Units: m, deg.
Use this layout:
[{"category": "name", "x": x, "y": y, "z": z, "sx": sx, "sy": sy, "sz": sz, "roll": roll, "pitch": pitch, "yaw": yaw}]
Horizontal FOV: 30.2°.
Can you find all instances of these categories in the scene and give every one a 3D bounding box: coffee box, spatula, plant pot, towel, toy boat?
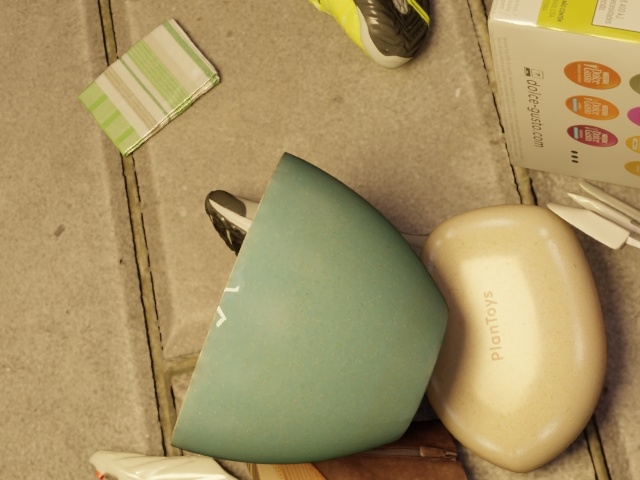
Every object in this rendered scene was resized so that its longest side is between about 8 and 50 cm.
[{"category": "coffee box", "x": 0.373, "y": -0.254, "z": 1.142, "sx": 0.334, "sy": 0.337, "sz": 0.338, "roll": 13, "pitch": 76, "yaw": 16}, {"category": "spatula", "x": 0.347, "y": 0.011, "z": 1.173, "sx": 0.242, "sy": 0.168, "sz": 0.019, "roll": 31, "pitch": 108, "yaw": 16}, {"category": "plant pot", "x": 0.005, "y": 0.087, "z": 1.100, "sx": 0.195, "sy": 0.290, "sz": 0.290, "roll": 21, "pitch": 79, "yaw": 0}, {"category": "towel", "x": -0.207, "y": -0.184, "z": 1.431, "sx": 0.152, "sy": 0.023, "sz": 0.113, "roll": -40, "pitch": 67, "yaw": 2}, {"category": "toy boat", "x": 0.253, "y": 0.094, "z": 1.178, "sx": 0.318, "sy": 0.148, "sz": 0.268, "roll": -3, "pitch": 85, "yaw": 18}]

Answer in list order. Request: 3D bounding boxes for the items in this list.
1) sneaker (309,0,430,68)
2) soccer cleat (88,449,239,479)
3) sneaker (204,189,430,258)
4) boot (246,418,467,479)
[{"category": "sneaker", "x": -0.006, "y": -0.347, "z": 1.389, "sx": 0.147, "sy": 0.145, "sz": 0.385, "roll": -41, "pitch": 68, "yaw": 32}, {"category": "soccer cleat", "x": -0.152, "y": 0.255, "z": 1.264, "sx": 0.196, "sy": 0.068, "sz": 0.076, "roll": 17, "pitch": 63, "yaw": 16}, {"category": "sneaker", "x": 0.000, "y": 0.000, "z": 1.291, "sx": 0.271, "sy": 0.100, "sz": 0.108, "roll": 21, "pitch": 70, "yaw": 12}, {"category": "boot", "x": 0.028, "y": 0.206, "z": 1.227, "sx": 0.206, "sy": 0.090, "sz": 0.248, "roll": -6, "pitch": 44, "yaw": -12}]
